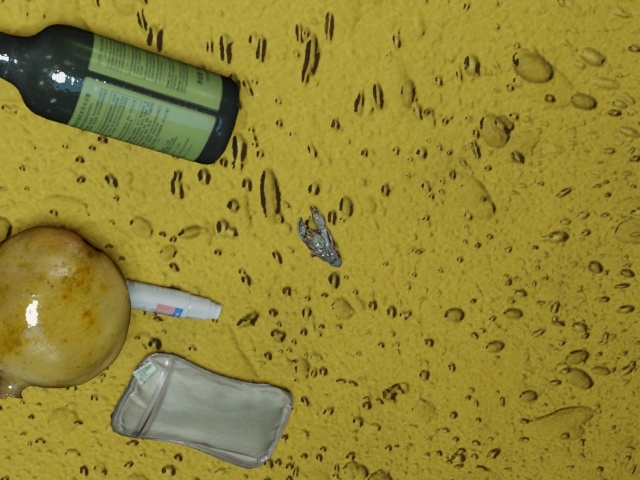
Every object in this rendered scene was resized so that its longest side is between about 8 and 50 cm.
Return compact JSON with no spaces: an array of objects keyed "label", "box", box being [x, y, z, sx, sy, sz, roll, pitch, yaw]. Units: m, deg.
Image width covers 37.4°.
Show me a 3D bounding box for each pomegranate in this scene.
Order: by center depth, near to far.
[{"label":"pomegranate","box":[-0.304,0.087,1.033,0.196,0.196,0.196,-7,116,-15]}]

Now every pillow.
[{"label":"pillow","box":[-0.148,0.222,1.224,0.233,0.038,0.130,19,104,-25]}]

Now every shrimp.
[{"label":"shrimp","box":[-0.004,-0.001,1.177,0.038,0.029,0.092,-23,114,3]}]

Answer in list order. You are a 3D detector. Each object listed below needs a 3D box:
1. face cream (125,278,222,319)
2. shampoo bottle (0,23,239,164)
[{"label":"face cream","box":[-0.182,0.075,1.148,0.130,0.034,0.034,13,109,-24]},{"label":"shampoo bottle","box":[-0.230,-0.162,0.985,0.284,0.101,0.101,15,108,-23]}]
